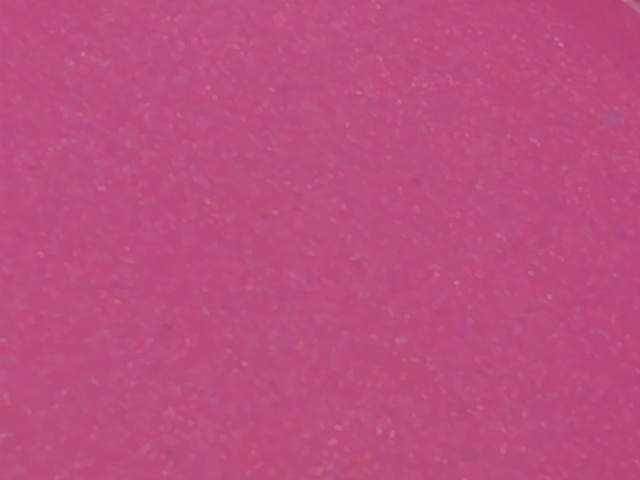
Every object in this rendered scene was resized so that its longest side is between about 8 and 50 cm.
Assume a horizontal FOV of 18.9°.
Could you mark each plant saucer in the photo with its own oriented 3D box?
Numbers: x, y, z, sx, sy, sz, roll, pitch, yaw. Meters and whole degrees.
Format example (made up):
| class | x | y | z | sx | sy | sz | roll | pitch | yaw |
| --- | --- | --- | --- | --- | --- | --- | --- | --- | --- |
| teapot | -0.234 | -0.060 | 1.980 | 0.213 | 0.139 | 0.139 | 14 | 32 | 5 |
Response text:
| class | x | y | z | sx | sy | sz | roll | pitch | yaw |
| --- | --- | --- | --- | --- | --- | --- | --- | --- | --- |
| plant saucer | 0.000 | 0.000 | 0.337 | 0.259 | 0.047 | 0.258 | 35 | 54 | 5 |
